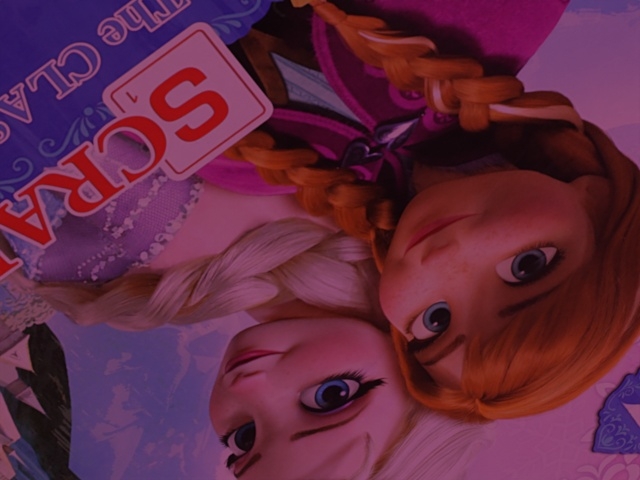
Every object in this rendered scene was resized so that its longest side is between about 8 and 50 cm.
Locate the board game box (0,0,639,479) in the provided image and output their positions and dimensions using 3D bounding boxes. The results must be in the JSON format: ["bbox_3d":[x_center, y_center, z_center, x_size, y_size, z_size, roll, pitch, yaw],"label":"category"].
[{"bbox_3d":[0.000,0.000,0.627,0.318,0.066,0.318,-36,127,6],"label":"board game box"}]
